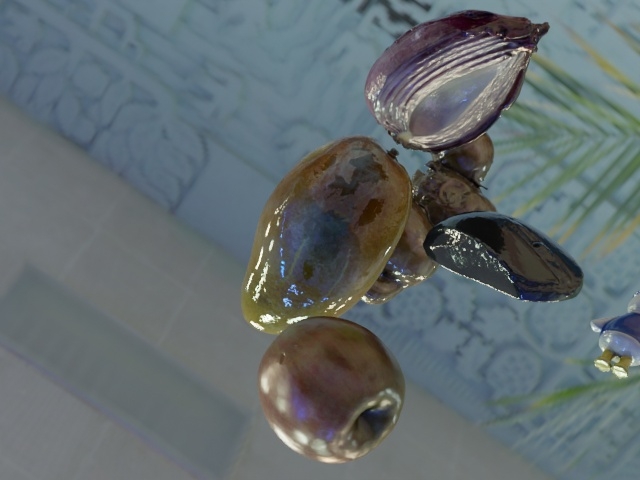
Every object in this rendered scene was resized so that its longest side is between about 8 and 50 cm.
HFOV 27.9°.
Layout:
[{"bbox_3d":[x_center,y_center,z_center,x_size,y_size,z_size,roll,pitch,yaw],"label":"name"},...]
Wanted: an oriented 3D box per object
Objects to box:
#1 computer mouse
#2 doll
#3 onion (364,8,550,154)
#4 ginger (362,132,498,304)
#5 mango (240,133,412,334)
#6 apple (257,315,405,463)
[{"bbox_3d":[0.258,0.010,1.839,0.138,0.086,0.270,-8,-158,-38],"label":"computer mouse"},{"bbox_3d":[0.373,0.103,1.524,0.099,0.057,0.143,19,-130,26],"label":"doll"},{"bbox_3d":[0.202,-0.257,1.877,0.227,0.283,0.120,33,-148,-50],"label":"onion"},{"bbox_3d":[0.178,-0.037,2.274,0.176,0.375,0.256,19,143,51],"label":"ginger"},{"bbox_3d":[0.000,0.000,2.091,0.221,0.384,0.199,36,-166,-9],"label":"mango"},{"bbox_3d":[0.011,0.194,1.700,0.188,0.188,0.174,1,-149,-46],"label":"apple"}]
